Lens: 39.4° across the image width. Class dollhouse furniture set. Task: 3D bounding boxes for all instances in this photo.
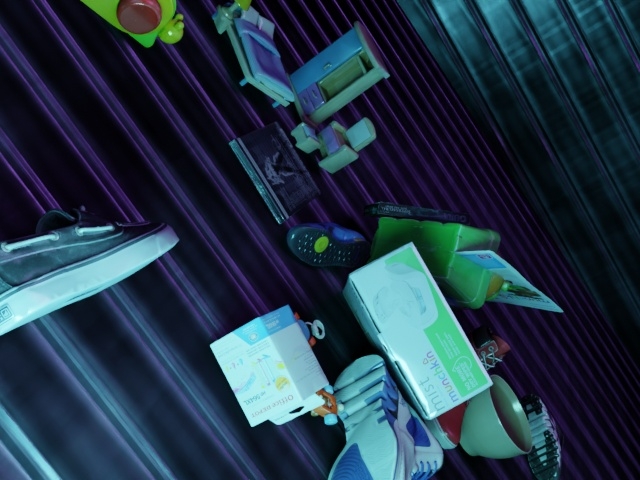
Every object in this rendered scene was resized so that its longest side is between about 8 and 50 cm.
[{"bbox_3d":[-0.026,-0.339,1.717,0.303,0.198,0.286,27,35,-51],"label":"dollhouse furniture set"}]

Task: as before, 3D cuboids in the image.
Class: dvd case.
[{"bbox_3d":[-0.077,-0.129,1.625,0.164,0.018,0.221,58,23,-5],"label":"dvd case"}]

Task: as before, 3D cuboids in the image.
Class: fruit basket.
[{"bbox_3d":[0.263,0.079,1.762,0.353,0.327,0.165,39,65,-47],"label":"fruit basket"}]

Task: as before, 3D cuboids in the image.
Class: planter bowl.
[{"bbox_3d":[0.326,0.359,1.748,0.162,0.109,0.162,45,27,-31],"label":"planter bowl"}]

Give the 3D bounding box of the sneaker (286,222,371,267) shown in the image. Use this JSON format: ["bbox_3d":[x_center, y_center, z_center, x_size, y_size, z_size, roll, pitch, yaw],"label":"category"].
[{"bbox_3d":[0.000,0.000,1.593,0.082,0.069,0.209,36,17,37],"label":"sneaker"}]

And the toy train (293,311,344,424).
[{"bbox_3d":[-0.024,0.192,1.335,0.125,0.046,0.166,32,39,-48],"label":"toy train"}]

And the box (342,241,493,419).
[{"bbox_3d":[0.150,0.158,1.498,0.262,0.127,0.231,61,-7,9],"label":"box"}]

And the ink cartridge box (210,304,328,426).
[{"bbox_3d":[-0.064,0.177,1.211,0.143,0.092,0.090,62,24,6],"label":"ink cartridge box"}]

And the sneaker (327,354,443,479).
[{"bbox_3d":[0.113,0.331,1.339,0.182,0.127,0.315,46,26,-24],"label":"sneaker"}]

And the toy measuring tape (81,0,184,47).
[{"bbox_3d":[-0.320,-0.408,1.352,0.330,0.121,0.121,35,34,-43],"label":"toy measuring tape"}]

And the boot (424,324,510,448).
[{"bbox_3d":[0.279,0.266,1.680,0.088,0.176,0.244,48,28,-29],"label":"boot"}]

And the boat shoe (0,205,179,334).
[{"bbox_3d":[-0.271,0.009,0.994,0.102,0.108,0.301,61,31,0],"label":"boat shoe"}]

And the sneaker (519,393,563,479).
[{"bbox_3d":[0.521,0.467,2.046,0.106,0.078,0.234,41,28,-31],"label":"sneaker"}]

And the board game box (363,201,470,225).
[{"bbox_3d":[0.189,-0.050,1.773,0.126,0.186,0.026,177,-80,-81],"label":"board game box"}]
